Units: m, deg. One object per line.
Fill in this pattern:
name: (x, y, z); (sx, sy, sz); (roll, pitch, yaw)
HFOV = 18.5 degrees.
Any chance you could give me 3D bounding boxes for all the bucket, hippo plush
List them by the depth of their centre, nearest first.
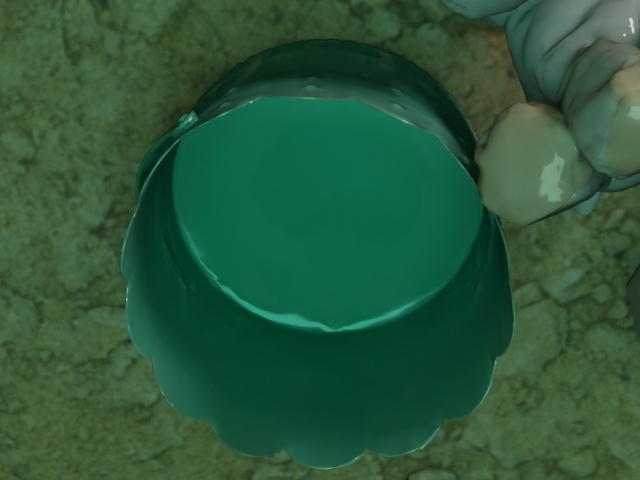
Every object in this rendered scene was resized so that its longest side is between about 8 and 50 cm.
hippo plush: (0.190, -0.160, 1.286); (0.234, 0.294, 0.236); (-26, 85, 20)
bucket: (0.000, 0.000, 1.371); (0.281, 0.183, 0.281); (1, 113, 3)

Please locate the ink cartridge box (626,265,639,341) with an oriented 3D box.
ink cartridge box: (0.336, -0.009, 1.345); (0.117, 0.201, 0.278); (27, 112, -9)
